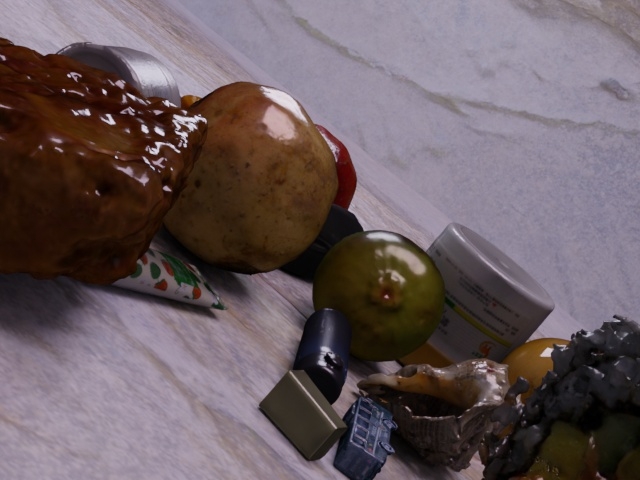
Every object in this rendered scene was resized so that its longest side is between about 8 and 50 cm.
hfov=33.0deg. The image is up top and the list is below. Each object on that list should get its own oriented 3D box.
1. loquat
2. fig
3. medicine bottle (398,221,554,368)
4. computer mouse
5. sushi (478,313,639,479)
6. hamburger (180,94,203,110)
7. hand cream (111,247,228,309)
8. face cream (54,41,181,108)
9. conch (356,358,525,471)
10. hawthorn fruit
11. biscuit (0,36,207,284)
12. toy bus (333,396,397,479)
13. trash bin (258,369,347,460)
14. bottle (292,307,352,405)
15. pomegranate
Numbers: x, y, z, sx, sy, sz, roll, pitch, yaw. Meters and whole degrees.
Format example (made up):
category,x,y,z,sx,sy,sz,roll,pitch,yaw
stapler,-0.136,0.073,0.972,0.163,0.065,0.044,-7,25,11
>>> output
category,x,y,z,sx,sy,sz,roll,pitch,yaw
loquat,0.386,0.270,1.767,0.235,0.235,0.235,36,13,-10
fig,0.094,0.082,1.688,0.207,0.207,0.230,40,13,8
medicine bottle,0.247,0.124,1.883,0.238,0.232,0.238,35,13,-9
computer mouse,0.000,0.000,1.860,0.086,0.137,0.270,35,8,34
sushi,0.345,0.293,1.216,0.176,0.417,0.417,28,16,-43
hamburger,-0.189,-0.144,1.847,0.262,0.138,0.243,40,15,13
hand cream,-0.216,0.037,1.346,0.095,0.059,0.276,47,13,29
face cream,-0.318,-0.205,1.626,0.177,0.177,0.153,40,13,8
conch,0.163,0.230,1.493,0.245,0.163,0.178,11,-11,15
hawthorn fruit,-0.034,-0.112,2.035,0.215,0.215,0.249,36,18,-7
biscuit,-0.315,-0.101,1.177,0.343,0.166,0.395,24,16,-3
toy bus,0.056,0.249,1.356,0.065,0.047,0.166,34,14,-1
trash bin,-0.019,0.206,1.272,0.092,0.061,0.043,47,15,26
bottle,0.005,0.157,1.458,0.072,0.082,0.244,39,13,-5
pomegranate,-0.109,-0.089,1.590,0.281,0.281,0.281,36,13,-10
